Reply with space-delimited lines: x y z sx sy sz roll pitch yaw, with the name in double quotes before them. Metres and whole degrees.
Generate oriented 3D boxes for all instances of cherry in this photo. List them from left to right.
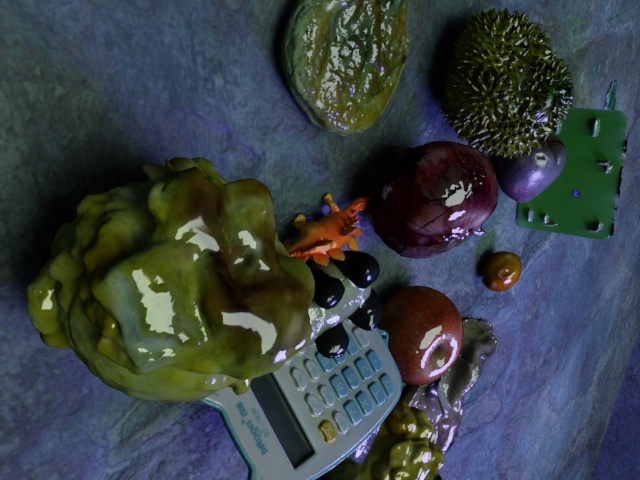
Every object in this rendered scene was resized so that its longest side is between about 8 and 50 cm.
"cherry" 0.490 -0.180 1.345 0.176 0.140 0.176 -29 147 -21

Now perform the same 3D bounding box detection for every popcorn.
"popcorn" -0.165 0.046 0.683 0.312 0.312 0.312 -19 119 -39
"popcorn" 0.126 0.472 1.188 0.286 0.215 0.252 -53 172 -10

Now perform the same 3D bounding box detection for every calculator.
"calculator" -0.014 0.246 0.975 0.386 0.054 0.256 -26 83 -36

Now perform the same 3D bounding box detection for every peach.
"peach" 0.456 0.077 1.438 0.100 0.100 0.101 -19 119 -39

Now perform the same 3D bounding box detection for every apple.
"apple" 0.197 0.191 1.187 0.201 0.162 0.201 -18 125 -28

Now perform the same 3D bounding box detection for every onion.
"onion" 0.197 -0.085 1.053 0.252 0.219 0.252 -24 152 -14

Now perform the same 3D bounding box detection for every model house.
"model house" 0.673 -0.231 1.494 0.313 0.242 0.358 -42 132 -48

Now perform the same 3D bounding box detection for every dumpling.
"dumpling" 0.385 0.283 1.432 0.332 0.086 0.166 -38 120 -45

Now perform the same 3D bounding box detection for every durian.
"durian" 0.354 -0.294 1.114 0.291 0.224 0.291 7 73 -23

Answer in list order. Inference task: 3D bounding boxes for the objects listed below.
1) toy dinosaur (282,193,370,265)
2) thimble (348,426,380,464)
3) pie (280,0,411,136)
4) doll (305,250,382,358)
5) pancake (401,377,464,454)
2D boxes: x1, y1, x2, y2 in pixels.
"toy dinosaur" 0.000 0.000 0.936 0.288 0.117 0.070 -36 129 -34
"thimble" 0.037 0.350 1.091 0.150 0.150 0.098 44 70 -45
"pie" 0.054 -0.295 0.901 0.277 0.078 0.277 -19 119 -37
"doll" 0.007 0.103 0.953 0.234 0.135 0.143 -33 129 -42
"pancake" 0.272 0.446 1.438 0.294 0.049 0.294 -15 113 -39
